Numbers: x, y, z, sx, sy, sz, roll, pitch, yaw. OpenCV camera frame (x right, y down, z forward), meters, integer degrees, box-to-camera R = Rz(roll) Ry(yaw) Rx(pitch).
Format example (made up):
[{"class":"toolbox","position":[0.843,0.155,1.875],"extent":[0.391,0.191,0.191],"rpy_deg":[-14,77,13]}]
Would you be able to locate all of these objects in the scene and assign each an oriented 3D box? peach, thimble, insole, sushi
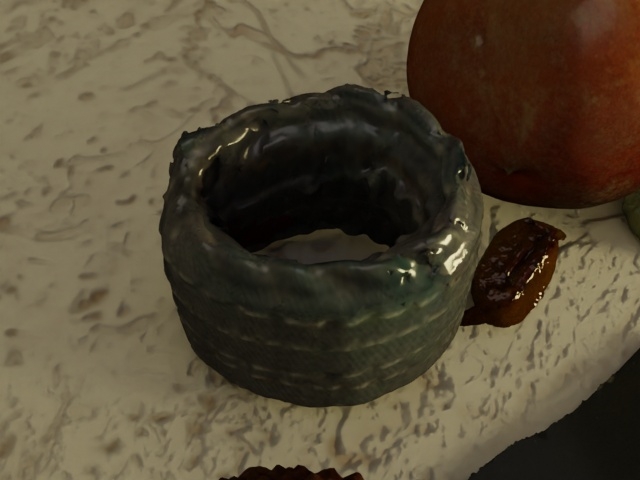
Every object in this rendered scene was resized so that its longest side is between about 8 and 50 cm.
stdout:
[{"class":"peach","position":[0.200,-0.142,0.841],"extent":[0.253,0.252,0.252],"rpy_deg":[2,56,-4]},{"class":"thimble","position":[0.000,0.000,0.758],"extent":[0.237,0.172,0.205],"rpy_deg":[5,54,6]},{"class":"insole","position":[0.203,0.169,0.766],"extent":[0.309,0.012,0.110],"rpy_deg":[-38,66,-26]},{"class":"sushi","position":[0.162,0.027,0.832],"extent":[0.052,0.055,0.120],"rpy_deg":[22,62,22]}]

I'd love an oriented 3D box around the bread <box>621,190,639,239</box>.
[{"class":"bread","position":[0.398,-0.086,0.931],"extent":[0.207,0.056,0.286],"rpy_deg":[18,58,8]}]

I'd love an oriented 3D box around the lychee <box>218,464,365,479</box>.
[{"class":"lychee","position":[-0.014,0.251,0.540],"extent":[0.276,0.275,0.304],"rpy_deg":[-28,32,-22]}]
